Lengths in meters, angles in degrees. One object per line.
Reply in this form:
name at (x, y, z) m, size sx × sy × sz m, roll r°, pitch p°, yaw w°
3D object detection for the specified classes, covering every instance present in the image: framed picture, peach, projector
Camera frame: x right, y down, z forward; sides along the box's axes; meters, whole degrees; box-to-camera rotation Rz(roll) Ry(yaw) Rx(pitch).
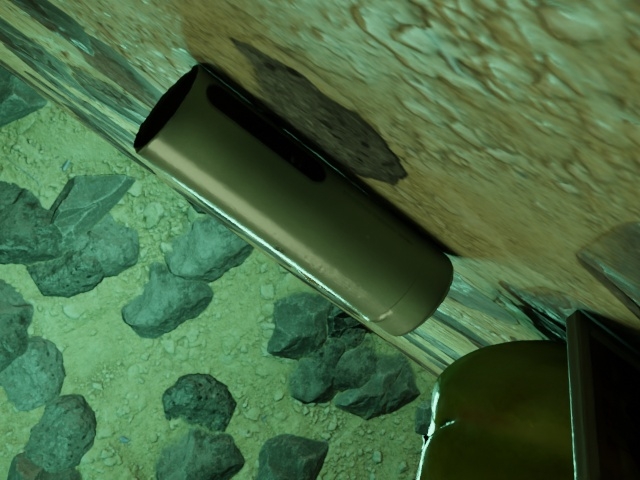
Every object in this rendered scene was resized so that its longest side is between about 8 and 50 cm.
framed picture at (0.318, 0.207, 0.825) m, size 0.289 × 0.020 × 0.211 m, roll 36°, pitch -145°, yaw -14°
peach at (0.248, 0.260, 1.034) m, size 0.316 × 0.281 × 0.314 m, roll 26°, pitch 168°, yaw 3°
projector at (-0.021, -0.033, 0.985) m, size 0.337 × 0.108 × 0.108 m, roll 36°, pitch 174°, yaw -20°

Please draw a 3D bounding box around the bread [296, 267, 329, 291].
bread at (0.014, -0.016, 1.363) m, size 0.077 × 0.105 × 0.152 m, roll 39°, pitch -155°, yaw -40°
